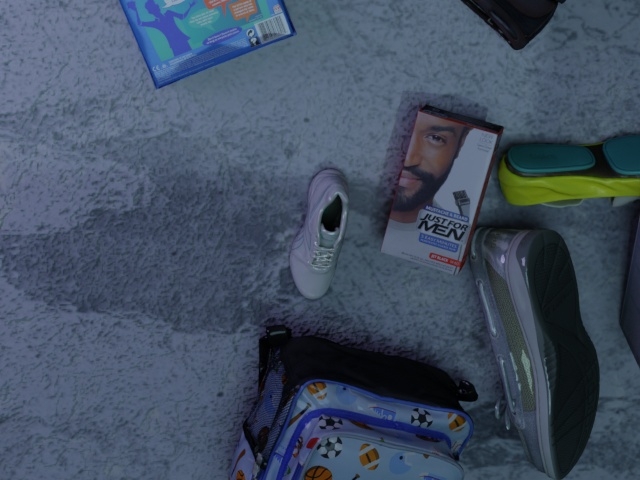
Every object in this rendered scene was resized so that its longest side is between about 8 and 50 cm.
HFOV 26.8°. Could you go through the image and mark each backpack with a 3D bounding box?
[{"bbox_3d":[0.026,0.265,1.528,0.276,0.213,0.263,18,118,-17],"label":"backpack"}]

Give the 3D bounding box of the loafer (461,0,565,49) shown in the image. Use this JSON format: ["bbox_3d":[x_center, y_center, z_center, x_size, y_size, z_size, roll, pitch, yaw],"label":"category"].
[{"bbox_3d":[0.115,-0.291,1.378,0.302,0.109,0.095,23,110,-18],"label":"loafer"}]

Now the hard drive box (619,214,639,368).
[{"bbox_3d":[0.449,0.032,1.509,0.181,0.089,0.232,-6,132,-7],"label":"hard drive box"}]

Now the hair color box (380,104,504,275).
[{"bbox_3d":[0.133,-0.055,1.479,0.093,0.053,0.167,17,108,10],"label":"hair color box"}]

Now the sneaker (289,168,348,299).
[{"bbox_3d":[0.000,0.000,1.493,0.053,0.061,0.152,6,111,-12],"label":"sneaker"}]

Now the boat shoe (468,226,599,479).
[{"bbox_3d":[0.245,0.130,1.559,0.118,0.103,0.320,-38,122,-38],"label":"boat shoe"}]

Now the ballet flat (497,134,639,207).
[{"bbox_3d":[0.312,-0.072,1.509,0.231,0.077,0.077,-3,132,-4],"label":"ballet flat"}]

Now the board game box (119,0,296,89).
[{"bbox_3d":[-0.135,-0.282,1.375,0.160,0.047,0.210,-21,112,1],"label":"board game box"}]
